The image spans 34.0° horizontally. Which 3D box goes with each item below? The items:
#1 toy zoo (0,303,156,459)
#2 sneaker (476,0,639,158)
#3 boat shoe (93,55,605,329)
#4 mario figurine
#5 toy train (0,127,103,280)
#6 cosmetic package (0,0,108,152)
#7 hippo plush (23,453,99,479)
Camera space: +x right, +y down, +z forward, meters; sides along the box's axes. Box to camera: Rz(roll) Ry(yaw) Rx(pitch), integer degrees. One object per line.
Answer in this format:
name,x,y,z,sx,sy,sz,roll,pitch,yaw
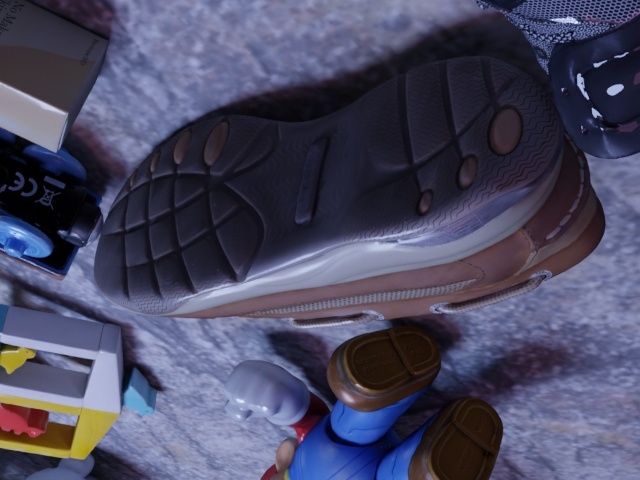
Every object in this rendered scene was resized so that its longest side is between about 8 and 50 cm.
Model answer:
toy zoo,-0.284,0.115,0.879,0.293,0.030,0.192,13,139,-13
sneaker,0.066,-0.106,0.397,0.268,0.101,0.153,2,140,19
boat shoe,0.000,0.000,0.566,0.324,0.123,0.116,-6,150,43
mario figurine,0.004,0.205,0.789,0.170,0.198,0.320,5,145,-18
toy train,-0.229,-0.037,0.663,0.184,0.080,0.105,25,154,-13
cosmetic package,-0.179,-0.102,0.559,0.115,0.060,0.041,24,145,-10
hippo plush,-0.336,0.284,1.095,0.236,0.234,0.294,-20,155,2
